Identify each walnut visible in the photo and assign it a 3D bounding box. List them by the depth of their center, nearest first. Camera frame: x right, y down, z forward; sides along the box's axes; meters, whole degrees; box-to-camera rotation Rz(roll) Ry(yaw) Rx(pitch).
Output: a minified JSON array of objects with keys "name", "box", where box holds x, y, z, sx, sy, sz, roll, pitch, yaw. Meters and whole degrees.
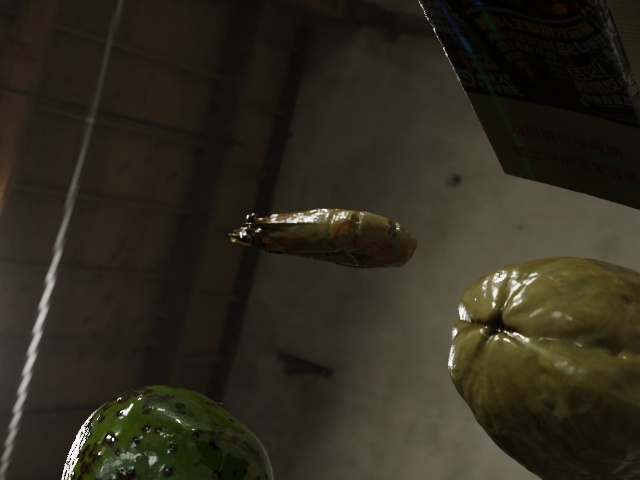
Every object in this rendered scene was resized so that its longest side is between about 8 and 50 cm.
[{"name":"walnut","box":[0.263,0.132,1.182,0.283,0.283,0.227,30,-96,-59]}]

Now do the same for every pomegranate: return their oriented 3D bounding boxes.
[{"name":"pomegranate","box":[-0.170,0.292,1.303,0.270,0.254,0.254,-67,-30,-26]}]

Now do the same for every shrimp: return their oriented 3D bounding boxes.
[{"name":"shrimp","box":[0.000,0.001,1.755,0.154,0.294,0.062,56,-135,-55]}]

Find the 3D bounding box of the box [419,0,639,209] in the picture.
[{"name":"box","box":[0.196,-0.164,1.000,0.084,0.198,0.310,-50,-48,-19]}]
